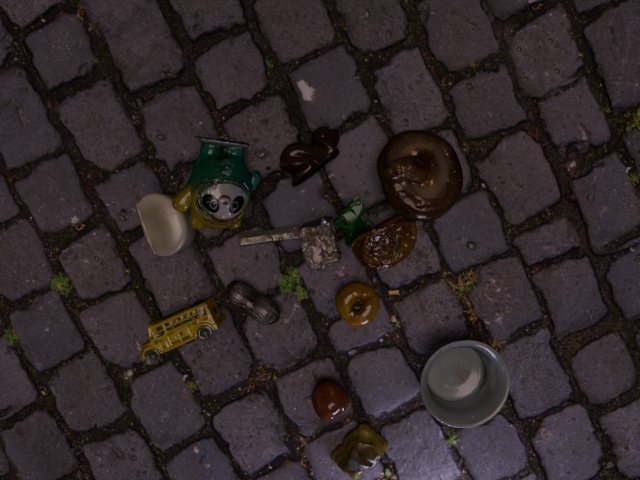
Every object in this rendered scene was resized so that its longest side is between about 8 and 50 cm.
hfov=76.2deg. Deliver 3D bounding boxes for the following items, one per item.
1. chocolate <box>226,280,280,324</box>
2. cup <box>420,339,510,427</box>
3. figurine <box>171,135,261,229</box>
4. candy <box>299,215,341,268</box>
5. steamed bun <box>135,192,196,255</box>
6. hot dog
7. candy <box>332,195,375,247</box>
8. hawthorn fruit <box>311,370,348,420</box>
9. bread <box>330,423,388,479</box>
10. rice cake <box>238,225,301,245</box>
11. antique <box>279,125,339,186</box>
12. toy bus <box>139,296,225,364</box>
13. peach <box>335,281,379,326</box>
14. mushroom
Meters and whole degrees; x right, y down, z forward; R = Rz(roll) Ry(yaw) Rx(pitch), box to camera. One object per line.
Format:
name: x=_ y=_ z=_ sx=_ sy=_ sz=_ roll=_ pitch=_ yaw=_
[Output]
chocolate: x=-0.267 y=0.247 z=1.618 sx=0.247 sy=0.110 sz=0.110 roll=31 pitch=94 yaw=-6
cup: x=0.550 y=0.541 z=1.627 sx=0.346 sy=0.163 sz=0.348 roll=0 pitch=94 yaw=-1
figurine: x=-0.381 y=-0.206 z=1.528 sx=0.323 sy=0.231 sz=0.341 roll=3 pitch=102 yaw=-29
candy: x=0.000 y=0.000 z=1.563 sx=0.137 sy=0.195 sz=0.185 roll=-14 pitch=99 yaw=6
steamed bun: x=-0.578 y=-0.069 z=1.564 sx=0.164 sy=0.146 sz=0.242 roll=-17 pitch=95 yaw=5
hot dog: x=0.261 y=0.003 z=1.592 sx=0.272 sy=0.122 sz=0.196 roll=-26 pitch=121 yaw=1
candy: x=0.130 y=-0.060 z=1.574 sx=0.141 sy=0.203 sz=0.078 roll=-28 pitch=52 yaw=8
hawthorn fruit: x=0.021 y=0.632 z=1.638 sx=0.189 sy=0.149 sz=0.149 roll=37 pitch=94 yaw=-5
bread: x=0.163 y=0.883 z=1.691 sx=0.160 sy=0.088 sz=0.233 roll=37 pitch=96 yaw=-8
rice cake: x=-0.197 y=-0.015 z=1.619 sx=0.255 sy=0.057 sz=0.052 roll=-8 pitch=121 yaw=1
antique: x=-0.038 y=-0.337 z=1.568 sx=0.256 sy=0.121 sz=0.144 roll=-34 pitch=86 yaw=9
toy bus: x=-0.555 y=0.351 z=1.604 sx=0.329 sy=0.144 sz=0.152 roll=-24 pitch=95 yaw=0
peach: x=0.149 y=0.252 z=1.626 sx=0.179 sy=0.103 sz=0.180 roll=0 pitch=93 yaw=-3
mushroom: x=0.370 y=-0.248 z=1.526 sx=0.344 sy=0.239 sz=0.346 roll=-4 pitch=101 yaw=-22
